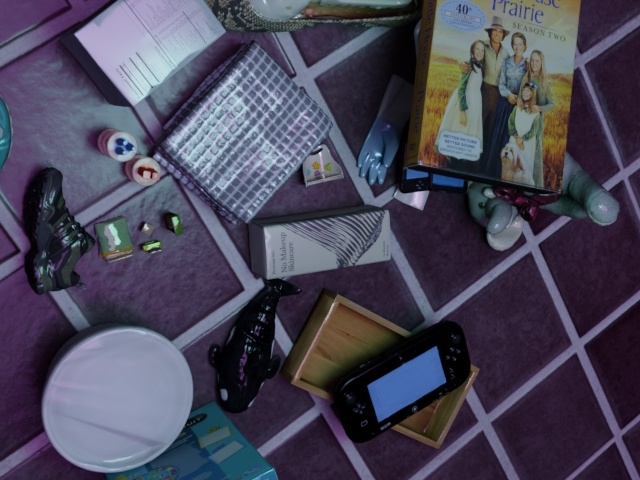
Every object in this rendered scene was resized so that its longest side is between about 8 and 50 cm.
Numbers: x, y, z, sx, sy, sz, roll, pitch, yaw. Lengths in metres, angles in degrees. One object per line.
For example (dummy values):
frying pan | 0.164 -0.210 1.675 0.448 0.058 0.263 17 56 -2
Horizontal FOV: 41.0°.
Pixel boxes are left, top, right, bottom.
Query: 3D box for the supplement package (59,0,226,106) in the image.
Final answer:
supplement package | -0.305 -0.347 1.449 0.203 0.194 0.149 -42 113 -12

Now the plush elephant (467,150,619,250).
plush elephant | 0.414 -0.108 1.809 0.272 0.330 0.255 43 103 -12

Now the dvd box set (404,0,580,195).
dvd box set | 0.323 -0.313 1.567 0.307 0.062 0.420 10 84 -20

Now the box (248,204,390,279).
box | 0.000 0.000 1.712 0.275 0.094 0.113 -10 104 -23

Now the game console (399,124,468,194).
game console | 0.236 -0.165 1.764 0.124 0.085 0.144 -9 109 -35

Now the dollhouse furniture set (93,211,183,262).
dollhouse furniture set | -0.334 -0.009 1.577 0.151 0.058 0.076 -17 106 -21

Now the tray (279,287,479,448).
tray | 0.134 0.280 1.841 0.411 0.076 0.203 29 87 -27

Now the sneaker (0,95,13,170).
sneaker | -0.572 -0.116 1.419 0.107 0.110 0.275 10 95 -26

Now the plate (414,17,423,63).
plate | 0.275 -0.412 1.713 0.278 0.045 0.277 -45 152 -17

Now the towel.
towel | -0.143 -0.194 1.595 0.235 0.121 0.284 44 81 -24

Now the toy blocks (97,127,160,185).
toy blocks | -0.328 -0.143 1.504 0.054 0.148 0.123 -49 115 -9

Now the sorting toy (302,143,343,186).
sorting toy | -0.005 -0.152 1.713 0.083 0.045 0.075 -15 98 -21

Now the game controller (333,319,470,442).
game controller | 0.175 0.294 1.785 0.319 0.067 0.166 -26 110 -17

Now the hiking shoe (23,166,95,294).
hiking shoe | -0.460 -0.019 1.516 0.114 0.086 0.227 -4 107 -38

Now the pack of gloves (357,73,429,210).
pack of gloves | 0.192 -0.200 1.790 0.195 0.046 0.232 23 90 -26

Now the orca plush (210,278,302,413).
orca plush | -0.115 0.218 1.697 0.151 0.102 0.287 36 84 -26

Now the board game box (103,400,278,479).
board game box | -0.244 0.433 1.549 0.253 0.336 0.079 -24 109 -19

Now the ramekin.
ramekin | -0.380 0.276 1.573 0.273 0.127 0.273 -5 102 -24

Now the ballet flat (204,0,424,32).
ballet flat | 0.008 -0.469 1.577 0.482 0.182 0.164 -5 100 -23
